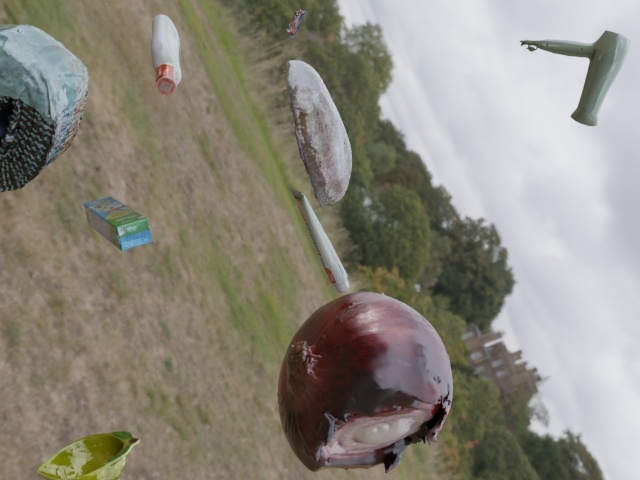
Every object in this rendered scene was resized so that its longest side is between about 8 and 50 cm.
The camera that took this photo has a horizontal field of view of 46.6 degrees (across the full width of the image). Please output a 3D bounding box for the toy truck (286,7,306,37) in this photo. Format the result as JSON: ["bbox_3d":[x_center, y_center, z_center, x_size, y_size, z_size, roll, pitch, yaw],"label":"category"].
[{"bbox_3d":[-0.071,-0.610,2.085,0.032,0.083,0.024,21,21,-28],"label":"toy truck"}]

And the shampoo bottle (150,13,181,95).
[{"bbox_3d":[-0.314,-0.370,1.515,0.221,0.051,0.108,-102,180,-47],"label":"shampoo bottle"}]

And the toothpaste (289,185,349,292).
[{"bbox_3d":[0.000,0.000,1.285,0.052,0.033,0.218,33,-28,58],"label":"toothpaste"}]

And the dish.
[{"bbox_3d":[-0.454,0.458,1.489,0.149,0.207,0.080,-112,-172,-70],"label":"dish"}]

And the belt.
[{"bbox_3d":[-0.487,-0.212,1.157,0.150,0.207,0.258,-80,-167,-59],"label":"belt"}]

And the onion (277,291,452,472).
[{"bbox_3d":[0.082,0.248,1.350,0.341,0.341,0.341,-22,90,-85],"label":"onion"}]

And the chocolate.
[{"bbox_3d":[-0.001,-0.217,1.511,0.185,0.100,0.303,-91,165,-53],"label":"chocolate"}]

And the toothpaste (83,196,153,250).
[{"bbox_3d":[-0.407,-0.038,1.483,0.266,0.065,0.050,23,-55,57],"label":"toothpaste"}]

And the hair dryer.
[{"bbox_3d":[0.553,-0.393,1.683,0.237,0.207,0.075,27,22,23],"label":"hair dryer"}]
